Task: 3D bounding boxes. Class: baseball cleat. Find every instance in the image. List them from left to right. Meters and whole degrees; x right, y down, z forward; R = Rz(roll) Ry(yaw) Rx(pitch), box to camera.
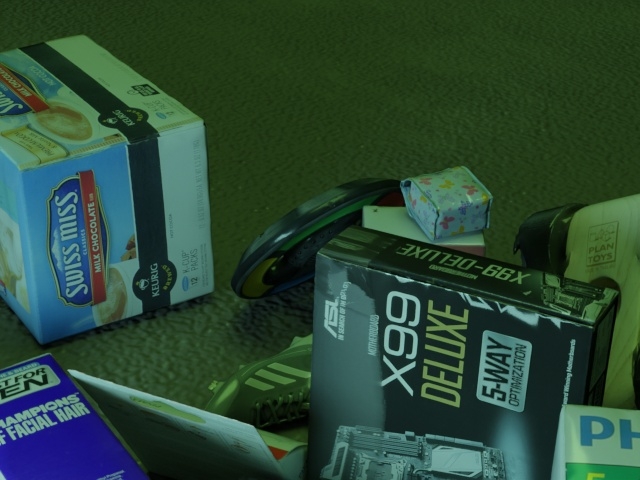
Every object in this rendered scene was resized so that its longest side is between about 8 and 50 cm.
[{"bbox_3d":[-0.030,0.159,1.464,0.109,0.072,0.206,28,42,29],"label":"baseball cleat"}]

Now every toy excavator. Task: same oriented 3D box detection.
[{"bbox_3d":[0.434,0.045,1.477,0.445,0.433,0.222,19,-20,-33],"label":"toy excavator"}]

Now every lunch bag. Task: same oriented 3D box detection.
[{"bbox_3d":[0.131,-0.043,1.497,0.071,0.053,0.083,-13,41,-20],"label":"lunch bag"}]

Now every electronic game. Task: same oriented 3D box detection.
[{"bbox_3d":[0.000,0.000,1.629,0.229,0.229,0.048,-21,72,-34],"label":"electronic game"}]

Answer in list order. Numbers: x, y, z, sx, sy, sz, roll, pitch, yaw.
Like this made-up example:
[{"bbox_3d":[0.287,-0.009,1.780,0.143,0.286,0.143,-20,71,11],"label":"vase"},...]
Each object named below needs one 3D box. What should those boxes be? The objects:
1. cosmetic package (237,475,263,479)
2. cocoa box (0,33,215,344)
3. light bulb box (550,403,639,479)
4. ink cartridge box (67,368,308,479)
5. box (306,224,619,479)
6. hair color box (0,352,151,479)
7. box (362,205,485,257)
[{"bbox_3d":[0.016,0.294,1.186,0.238,0.107,0.127,9,27,20],"label":"cosmetic package"},{"bbox_3d":[-0.308,-0.073,1.710,0.228,0.231,0.347,-17,33,-27],"label":"cocoa box"},{"bbox_3d":[0.323,0.322,0.941,0.358,0.225,0.361,4,44,5],"label":"light bulb box"},{"bbox_3d":[-0.101,0.170,1.290,0.189,0.232,0.066,13,59,21],"label":"ink cartridge box"},{"bbox_3d":[0.111,0.159,1.219,0.242,0.307,0.076,15,28,23],"label":"box"},{"bbox_3d":[-0.189,0.258,1.157,0.110,0.185,0.339,-20,35,-27],"label":"hair color box"},{"bbox_3d":[0.108,0.056,1.549,0.130,0.170,0.091,0,29,1],"label":"box"}]
